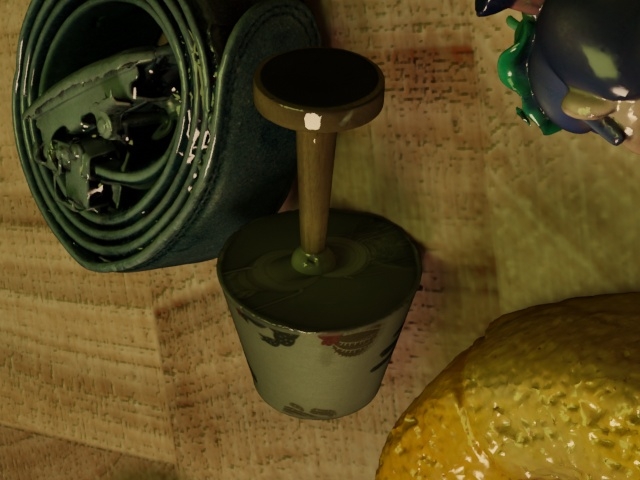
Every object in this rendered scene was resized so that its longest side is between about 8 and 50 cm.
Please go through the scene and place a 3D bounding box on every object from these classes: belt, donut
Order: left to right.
[{"bbox_3d":[-0.102,-0.091,0.998,0.267,0.116,0.206,-34,72,49],"label":"belt"},{"bbox_3d":[0.145,0.168,0.822,0.303,0.110,0.303,16,113,43],"label":"donut"}]

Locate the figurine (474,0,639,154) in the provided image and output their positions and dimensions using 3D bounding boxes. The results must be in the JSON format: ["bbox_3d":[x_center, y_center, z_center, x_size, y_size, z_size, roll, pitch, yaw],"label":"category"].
[{"bbox_3d":[0.169,-0.074,0.737,0.195,0.111,0.102,37,144,29],"label":"figurine"}]

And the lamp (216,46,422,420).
[{"bbox_3d":[0.000,0.000,0.911,0.121,0.121,0.214,34,136,36],"label":"lamp"}]
